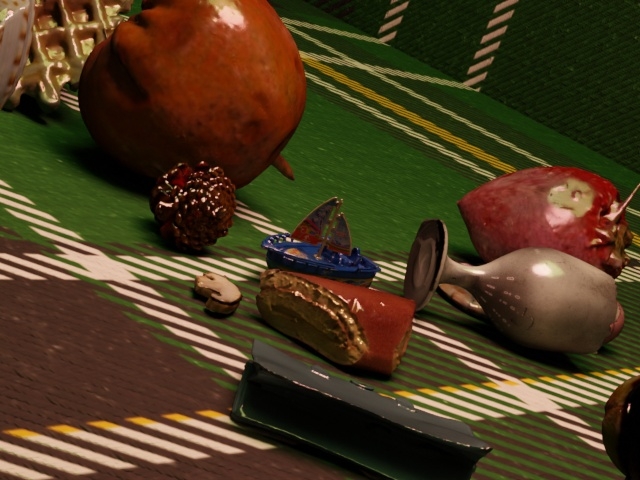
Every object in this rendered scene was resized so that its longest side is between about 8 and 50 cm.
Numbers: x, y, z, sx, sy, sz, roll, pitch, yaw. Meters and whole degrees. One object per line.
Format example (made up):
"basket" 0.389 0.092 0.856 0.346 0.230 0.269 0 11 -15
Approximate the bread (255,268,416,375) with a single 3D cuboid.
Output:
"bread" 0.039 0.084 1.547 0.192 0.067 0.119 13 18 -32

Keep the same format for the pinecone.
"pinecone" -0.142 -0.036 1.679 0.102 0.102 0.109 18 -12 -18

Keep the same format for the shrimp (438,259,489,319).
"shrimp" 0.223 0.067 1.951 0.195 0.035 0.148 8 18 -40

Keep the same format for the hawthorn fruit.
"hawthorn fruit" -0.132 -0.174 1.865 0.298 0.277 0.277 45 9 -17

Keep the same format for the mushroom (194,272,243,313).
"mushroom" -0.104 0.053 1.542 0.049 0.019 0.101 20 13 -11

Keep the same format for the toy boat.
"toy boat" 0.000 0.000 1.705 0.175 0.110 0.091 4 23 -46

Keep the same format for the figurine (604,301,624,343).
"figurine" 0.355 0.099 1.950 0.071 0.067 0.083 -8 27 28

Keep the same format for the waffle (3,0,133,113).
"waffle" -0.399 -0.315 1.979 0.292 0.309 0.056 26 -25 3

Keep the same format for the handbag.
"handbag" 0.034 0.154 1.336 0.221 0.057 0.144 20 8 -4

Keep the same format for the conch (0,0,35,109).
"conch" -0.436 -0.177 1.512 0.303 0.215 0.319 26 46 34

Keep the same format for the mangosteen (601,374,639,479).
"mangosteen" 0.380 0.206 1.333 0.288 0.287 0.233 17 44 -22

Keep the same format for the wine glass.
"wine glass" 0.226 0.058 1.803 0.241 0.126 0.126 16 16 -14

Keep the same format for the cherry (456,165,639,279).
"cherry" 0.307 -0.018 2.087 0.250 0.192 0.175 15 -24 11
